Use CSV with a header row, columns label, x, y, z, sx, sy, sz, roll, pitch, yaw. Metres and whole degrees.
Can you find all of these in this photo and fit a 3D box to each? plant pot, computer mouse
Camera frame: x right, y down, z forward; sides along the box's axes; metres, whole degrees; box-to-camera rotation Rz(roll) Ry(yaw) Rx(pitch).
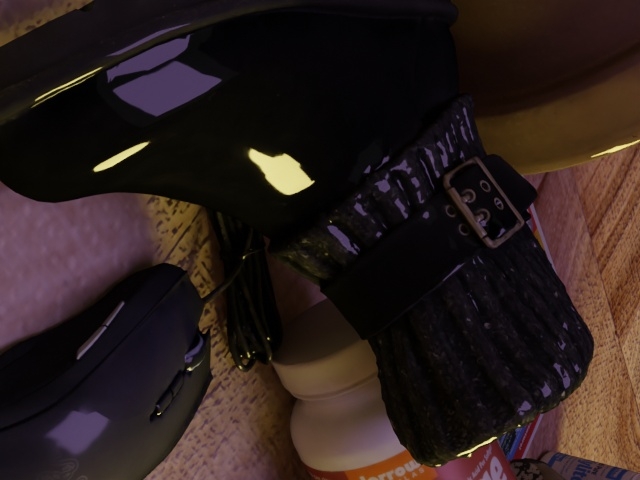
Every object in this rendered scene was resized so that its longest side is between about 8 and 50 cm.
label,x,y,z,sx,sy,sz,roll,pitch,yaw
plant pot,0.152,-0.210,0.765,0.229,0.263,0.263,55,51,-22
computer mouse,-0.093,0.036,0.589,0.262,0.060,0.184,-32,124,-49

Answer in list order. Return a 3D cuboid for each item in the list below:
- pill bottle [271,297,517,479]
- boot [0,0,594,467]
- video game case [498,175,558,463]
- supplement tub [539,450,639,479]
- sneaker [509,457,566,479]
label,x,y,z,sx,sy,sz,roll,pitch,yaw
pill bottle,0.055,0.142,0.750,0.121,0.121,0.216,-45,115,-41
boot,0.004,-0.001,0.560,0.348,0.131,0.260,-19,90,-47
video game case,0.151,0.073,0.988,0.204,0.025,0.285,-59,140,-30
supplement tub,0.270,0.255,1.128,0.071,0.107,0.071,-17,111,-54
sneaker,0.076,0.295,0.837,0.182,0.158,0.410,56,48,-21
